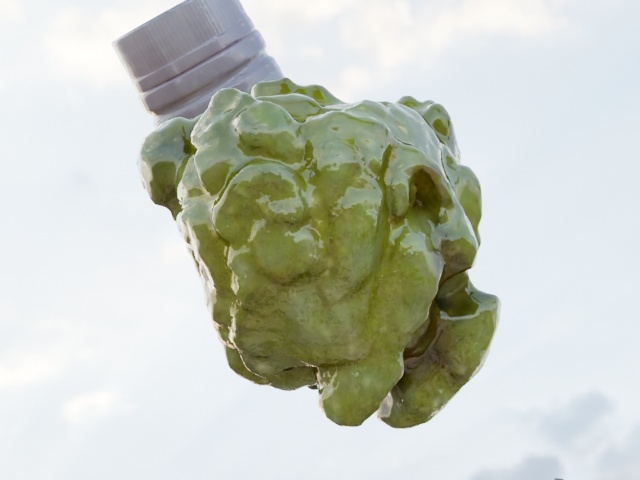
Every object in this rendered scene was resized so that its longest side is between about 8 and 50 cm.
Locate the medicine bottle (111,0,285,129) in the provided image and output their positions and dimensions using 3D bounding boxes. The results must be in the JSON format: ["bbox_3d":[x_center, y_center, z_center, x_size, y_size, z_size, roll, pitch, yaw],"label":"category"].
[{"bbox_3d":[-0.080,-0.104,1.486,0.133,0.250,0.133,-29,10,5],"label":"medicine bottle"}]

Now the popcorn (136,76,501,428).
[{"bbox_3d":[0.000,0.000,1.146,0.250,0.242,0.235,18,-68,-41],"label":"popcorn"}]

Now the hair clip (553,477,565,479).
[{"bbox_3d":[0.088,0.186,0.783,0.049,0.049,0.173,5,-52,-12],"label":"hair clip"}]
